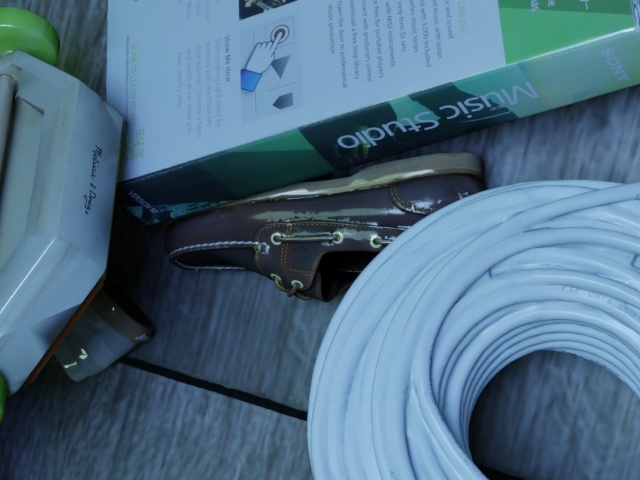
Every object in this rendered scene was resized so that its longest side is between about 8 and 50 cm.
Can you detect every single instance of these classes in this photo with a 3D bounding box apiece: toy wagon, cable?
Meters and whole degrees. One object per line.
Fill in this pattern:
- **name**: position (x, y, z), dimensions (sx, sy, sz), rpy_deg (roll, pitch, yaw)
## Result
- **toy wagon**: position (-0.262, 0.019, 0.901), dimensions (0.344, 0.068, 0.267), rpy_deg (-24, 46, 29)
- **cable**: position (0.123, 0.092, 0.788), dimensions (0.257, 0.089, 0.257), rpy_deg (-1, 69, 5)

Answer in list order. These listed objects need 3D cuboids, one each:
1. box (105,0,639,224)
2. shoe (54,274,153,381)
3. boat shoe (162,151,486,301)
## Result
- **box**: position (0.023, -0.157, 0.887), dimensions (0.322, 0.058, 0.232), rpy_deg (-15, 60, 24)
- **shoe**: position (-0.197, -0.002, 0.999), dimensions (0.058, 0.076, 0.219), rpy_deg (-44, 72, 8)
- **boat shoe**: position (0.000, 0.000, 0.911), dimensions (0.207, 0.073, 0.073), rpy_deg (-9, 78, 24)
